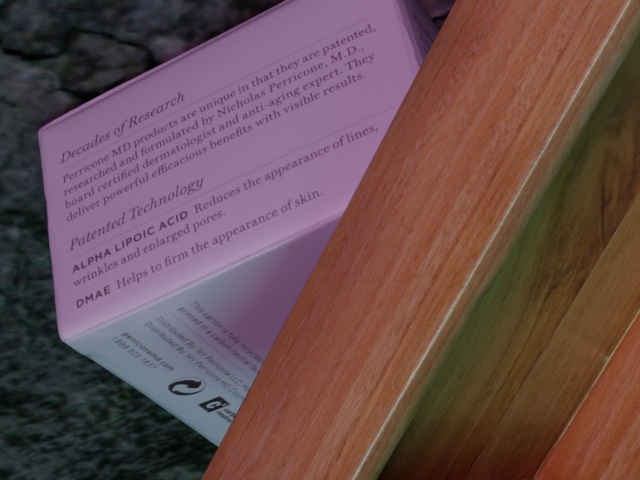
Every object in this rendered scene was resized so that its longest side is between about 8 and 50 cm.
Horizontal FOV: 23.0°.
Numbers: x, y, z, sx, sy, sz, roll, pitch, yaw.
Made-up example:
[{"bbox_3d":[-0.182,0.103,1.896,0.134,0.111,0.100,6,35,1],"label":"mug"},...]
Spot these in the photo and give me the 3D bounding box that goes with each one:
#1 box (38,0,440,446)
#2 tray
[{"bbox_3d":[0.000,0.000,0.708,0.182,0.119,0.181,-25,142,16],"label":"box"},{"bbox_3d":[0.128,-0.043,0.583,0.203,0.076,0.411,7,120,-43],"label":"tray"}]
